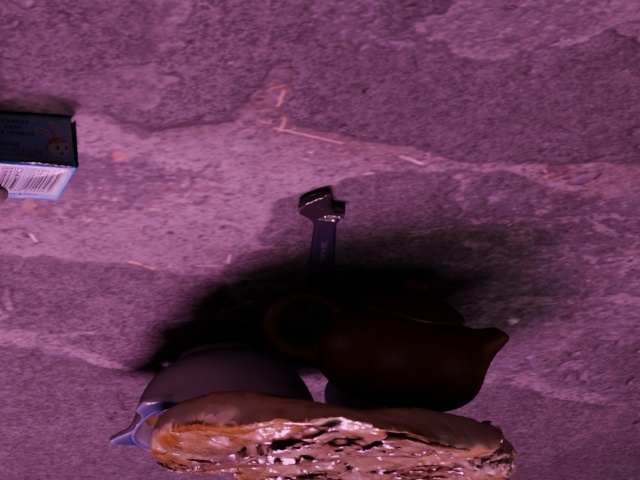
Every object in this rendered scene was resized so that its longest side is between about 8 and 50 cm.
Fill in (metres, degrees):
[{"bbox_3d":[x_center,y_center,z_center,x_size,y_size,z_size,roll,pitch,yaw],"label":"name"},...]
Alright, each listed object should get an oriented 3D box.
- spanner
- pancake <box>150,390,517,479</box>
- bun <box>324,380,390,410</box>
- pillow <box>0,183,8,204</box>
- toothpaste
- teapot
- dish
[{"bbox_3d":[0.000,0.000,1.932,0.046,0.012,0.208,-6,156,-4],"label":"spanner"},{"bbox_3d":[0.024,0.215,2.059,0.382,0.071,0.382,3,166,1],"label":"pancake"},{"bbox_3d":[0.073,0.183,2.262,0.140,0.083,0.141,-4,154,-2],"label":"bun"},{"bbox_3d":[-0.437,-0.014,1.574,0.280,0.076,0.274,-32,148,31],"label":"pillow"},{"bbox_3d":[-0.334,-0.074,1.621,0.266,0.050,0.065,3,155,-22],"label":"toothpaste"},{"bbox_3d":[0.067,0.096,2.049,0.252,0.135,0.178,13,-178,-4],"label":"teapot"},{"bbox_3d":[-0.118,0.166,2.162,0.228,0.086,0.236,-13,155,13],"label":"dish"}]
